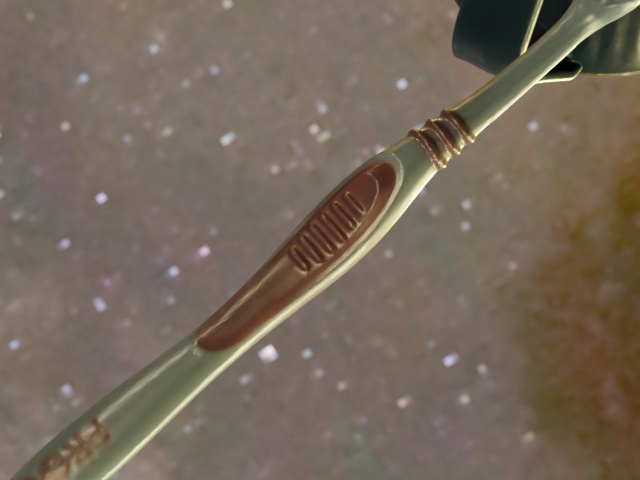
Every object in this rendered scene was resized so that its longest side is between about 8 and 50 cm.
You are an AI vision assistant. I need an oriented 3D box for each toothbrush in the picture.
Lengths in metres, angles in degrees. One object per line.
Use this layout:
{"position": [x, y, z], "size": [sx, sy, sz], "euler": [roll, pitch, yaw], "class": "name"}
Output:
{"position": [0.000, 0.000, 0.369], "size": [0.013, 0.193, 0.019], "euler": [47, 180, 27], "class": "toothbrush"}

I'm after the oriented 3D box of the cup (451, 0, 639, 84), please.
{"position": [0.109, -0.148, 0.784], "size": [0.131, 0.155, 0.176], "euler": [25, -122, 14], "class": "cup"}
